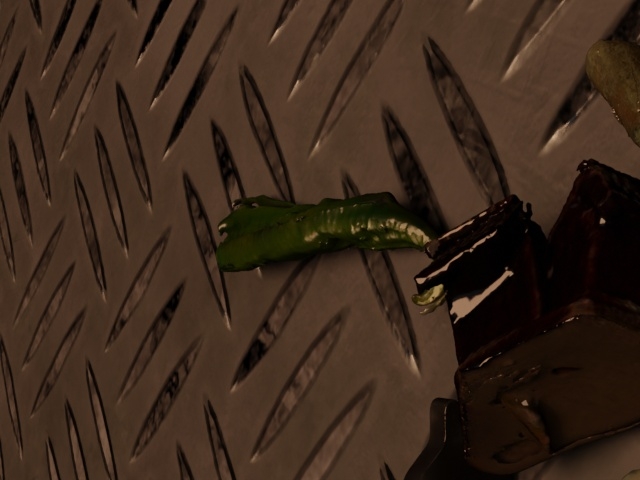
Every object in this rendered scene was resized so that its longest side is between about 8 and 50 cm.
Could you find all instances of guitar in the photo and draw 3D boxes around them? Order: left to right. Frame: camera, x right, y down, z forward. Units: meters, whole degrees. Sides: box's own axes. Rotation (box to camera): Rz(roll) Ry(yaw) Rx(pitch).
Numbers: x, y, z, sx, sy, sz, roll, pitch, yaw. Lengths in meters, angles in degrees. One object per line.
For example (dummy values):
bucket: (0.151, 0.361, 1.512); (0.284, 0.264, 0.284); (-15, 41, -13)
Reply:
guitar: (0.117, 0.106, 1.113); (0.025, 0.088, 0.233); (0, 75, 61)

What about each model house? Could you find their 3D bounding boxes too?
model house: (0.160, 0.040, 1.020); (0.203, 0.141, 0.164); (-25, 38, 34)

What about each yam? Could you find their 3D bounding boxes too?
yam: (0.209, -0.095, 1.007); (0.043, 0.043, 0.094); (-61, 35, 35)

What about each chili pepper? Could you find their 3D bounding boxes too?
chili pepper: (0.000, 0.000, 1.341); (0.359, 0.076, 0.085); (6, 65, 61)

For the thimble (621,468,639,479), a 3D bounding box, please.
thimble: (0.227, 0.215, 0.774); (0.219, 0.150, 0.219); (-10, 76, 48)
